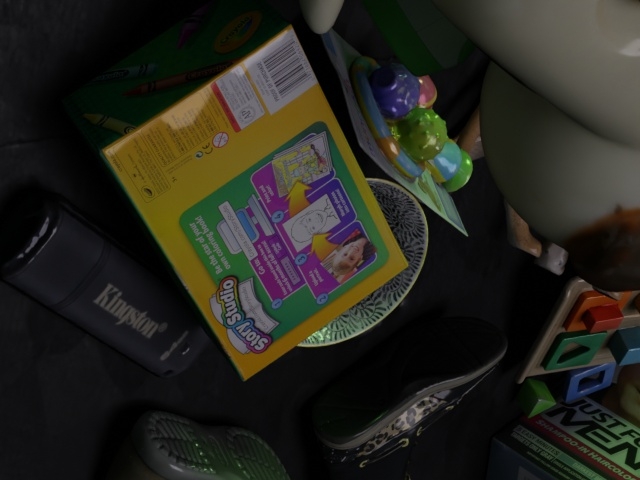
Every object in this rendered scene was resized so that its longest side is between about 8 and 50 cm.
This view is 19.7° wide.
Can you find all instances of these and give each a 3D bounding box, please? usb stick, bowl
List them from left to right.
[{"bbox_3d":[-0.164,0.040,1.440,0.077,0.045,0.278,-56,149,-5],"label":"usb stick"},{"bbox_3d":[0.000,0.000,1.580,0.170,0.080,0.170,-16,129,-20],"label":"bowl"}]

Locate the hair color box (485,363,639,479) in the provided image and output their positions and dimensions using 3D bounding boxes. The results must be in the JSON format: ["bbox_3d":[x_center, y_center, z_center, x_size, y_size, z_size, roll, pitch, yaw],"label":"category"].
[{"bbox_3d":[0.390,0.235,2.241,0.374,0.185,0.113,-30,138,-38],"label":"hair color box"}]

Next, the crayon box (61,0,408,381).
[{"bbox_3d":[-0.058,-0.039,1.404,0.165,0.081,0.278,-34,134,-7],"label":"crayon box"}]

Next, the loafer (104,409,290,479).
[{"bbox_3d":[-0.106,0.218,1.653,0.087,0.094,0.251,-39,142,16],"label":"loafer"}]

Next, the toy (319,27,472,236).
[{"bbox_3d":[0.078,-0.104,1.564,0.056,0.136,0.237,-26,152,13],"label":"toy"}]

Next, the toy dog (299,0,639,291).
[{"bbox_3d":[0.204,-0.141,1.218,0.395,0.284,0.408,-31,146,-10],"label":"toy dog"}]

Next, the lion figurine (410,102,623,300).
[{"bbox_3d":[0.254,-0.091,1.823,0.392,0.142,0.240,24,90,-54],"label":"lion figurine"}]

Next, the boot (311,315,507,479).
[{"bbox_3d":[0.086,0.190,1.881,0.236,0.085,0.178,-28,140,-29],"label":"boot"}]

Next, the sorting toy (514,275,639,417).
[{"bbox_3d":[0.328,0.096,2.055,0.196,0.047,0.347,-11,145,-26],"label":"sorting toy"}]

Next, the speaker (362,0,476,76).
[{"bbox_3d":[0.172,-0.246,1.414,0.297,0.131,0.131,-31,150,11],"label":"speaker"}]
